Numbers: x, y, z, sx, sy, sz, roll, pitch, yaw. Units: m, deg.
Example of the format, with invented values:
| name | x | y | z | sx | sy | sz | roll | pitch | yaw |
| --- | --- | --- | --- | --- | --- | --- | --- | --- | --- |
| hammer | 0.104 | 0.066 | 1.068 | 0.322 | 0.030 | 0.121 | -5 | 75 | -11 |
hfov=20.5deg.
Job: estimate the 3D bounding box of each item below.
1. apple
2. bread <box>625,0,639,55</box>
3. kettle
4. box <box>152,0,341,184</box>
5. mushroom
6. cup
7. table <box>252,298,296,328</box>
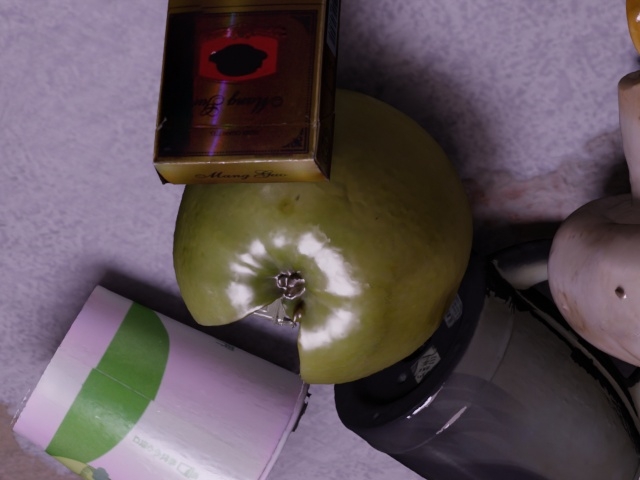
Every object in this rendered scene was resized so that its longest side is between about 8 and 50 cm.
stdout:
| name | x | y | z | sx | sy | sz | roll | pitch | yaw |
| --- | --- | --- | --- | --- | --- | --- | --- | --- | --- |
| apple | 0.000 | 0.000 | 1.717 | 0.292 | 0.254 | 0.292 | 5 | 114 | 11 |
| bread | 0.391 | -0.218 | 1.560 | 0.239 | 0.074 | 0.092 | -10 | 130 | 21 |
| kettle | 0.231 | 0.151 | 1.862 | 0.324 | 0.228 | 0.321 | 37 | 98 | -26 |
| box | -0.065 | -0.171 | 1.600 | 0.159 | 0.240 | 0.071 | 1 | 163 | 12 |
| mushroom | 0.363 | -0.019 | 1.655 | 0.292 | 0.292 | 0.290 | 4 | 103 | 9 |
| cup | -0.179 | 0.192 | 1.963 | 0.274 | 0.253 | 0.253 | 31 | 131 | -5 |
| table | -0.056 | 0.042 | 1.905 | 0.083 | 0.062 | 0.079 | 14 | 134 | 0 |
